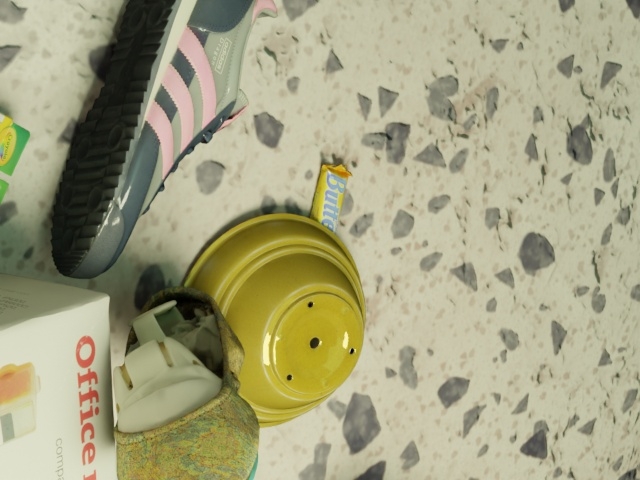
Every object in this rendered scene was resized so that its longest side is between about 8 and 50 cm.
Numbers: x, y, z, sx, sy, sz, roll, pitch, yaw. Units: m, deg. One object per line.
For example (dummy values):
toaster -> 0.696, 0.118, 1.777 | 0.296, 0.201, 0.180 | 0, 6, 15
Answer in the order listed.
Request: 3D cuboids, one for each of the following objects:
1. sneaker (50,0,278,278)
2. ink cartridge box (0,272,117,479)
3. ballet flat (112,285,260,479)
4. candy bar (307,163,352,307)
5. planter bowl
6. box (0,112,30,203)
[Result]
sneaker -> -0.128, -0.103, 1.299 | 0.131, 0.112, 0.319 | 25, 84, -36
ink cartridge box -> -0.329, 0.196, 1.095 | 0.384, 0.160, 0.279 | -19, 112, -54
ballet flat -> -0.119, 0.119, 1.204 | 0.123, 0.348, 0.123 | -1, 104, -3
candy bar -> 0.000, 0.000, 1.484 | 0.040, 0.018, 0.162 | 11, 93, -40
planter bowl -> -0.025, 0.088, 1.420 | 0.217, 0.090, 0.217 | -8, 105, -31
box -> -0.326, -0.080, 1.188 | 0.179, 0.043, 0.105 | 28, 81, -37
